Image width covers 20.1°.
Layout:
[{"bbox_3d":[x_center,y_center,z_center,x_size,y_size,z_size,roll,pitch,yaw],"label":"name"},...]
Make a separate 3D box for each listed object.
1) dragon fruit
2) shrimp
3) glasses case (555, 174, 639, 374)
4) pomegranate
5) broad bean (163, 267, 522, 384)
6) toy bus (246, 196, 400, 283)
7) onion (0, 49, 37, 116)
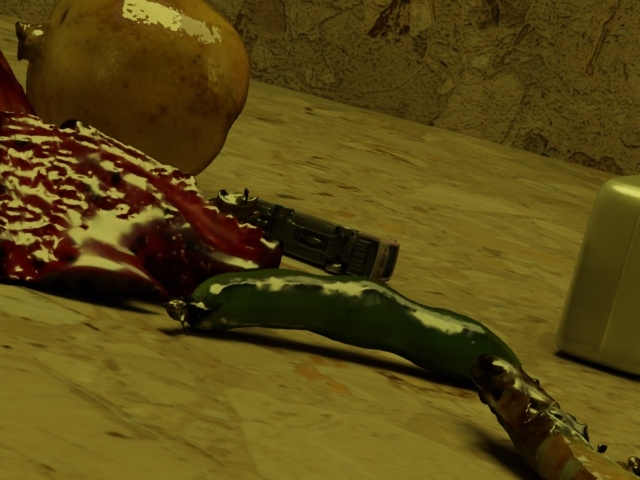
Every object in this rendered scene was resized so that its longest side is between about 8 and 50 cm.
[{"bbox_3d":[-0.116,-0.015,1.073,0.192,0.092,0.122,14,8,-2],"label":"dragon fruit"},{"bbox_3d":[0.163,0.109,0.917,0.148,0.035,0.195,8,17,-26],"label":"shrimp"},{"bbox_3d":[0.257,0.019,1.381,0.070,0.131,0.313,18,8,17],"label":"glasses case"},{"bbox_3d":[-0.163,-0.131,1.470,0.196,0.196,0.196,14,8,-2],"label":"pomegranate"},{"bbox_3d":[0.014,0.050,1.059,0.227,0.039,0.069,8,39,-21],"label":"broad bean"},{"bbox_3d":[0.000,0.000,1.389,0.131,0.037,0.052,18,4,32],"label":"toy bus"},{"bbox_3d":[-0.287,-0.114,1.205,0.230,0.163,0.230,12,0,0],"label":"onion"}]
